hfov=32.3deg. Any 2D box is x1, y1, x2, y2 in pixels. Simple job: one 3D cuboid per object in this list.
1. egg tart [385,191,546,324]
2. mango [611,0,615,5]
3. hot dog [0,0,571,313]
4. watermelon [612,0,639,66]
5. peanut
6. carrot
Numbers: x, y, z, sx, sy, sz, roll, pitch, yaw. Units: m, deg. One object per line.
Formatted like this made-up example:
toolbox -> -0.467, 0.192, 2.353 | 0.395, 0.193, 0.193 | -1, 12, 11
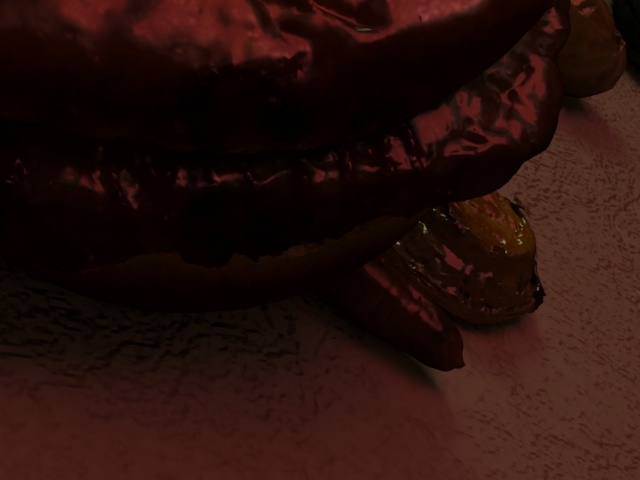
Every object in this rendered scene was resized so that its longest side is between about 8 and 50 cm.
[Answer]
egg tart -> 0.092, -0.004, 0.707 | 0.130, 0.052, 0.130 | 22, 34, -16
mango -> 0.441, -0.278, 1.377 | 0.184, 0.084, 0.102 | 42, 31, 19
hot dog -> -0.052, -0.090, 0.497 | 0.405, 0.185, 0.223 | -5, 71, -19
watermelon -> 0.400, -0.267, 1.269 | 0.141, 0.140, 0.187 | 17, 38, -28
peanut -> 0.193, -0.221, 1.041 | 0.229, 0.103, 0.098 | 35, 19, -6
carrot -> 0.000, 0.000, 0.612 | 0.210, 0.061, 0.061 | 43, 32, 4
